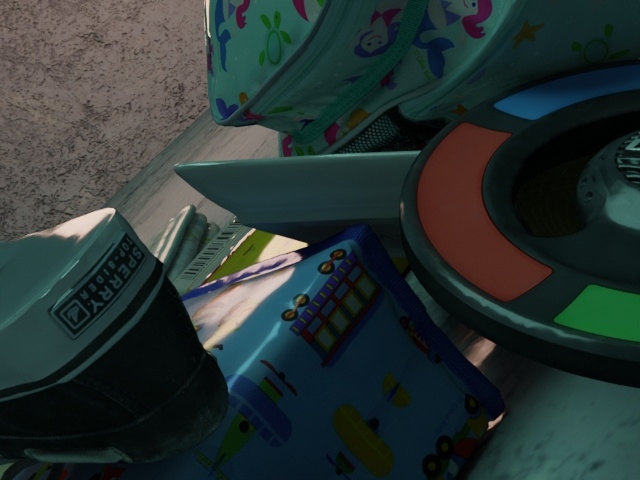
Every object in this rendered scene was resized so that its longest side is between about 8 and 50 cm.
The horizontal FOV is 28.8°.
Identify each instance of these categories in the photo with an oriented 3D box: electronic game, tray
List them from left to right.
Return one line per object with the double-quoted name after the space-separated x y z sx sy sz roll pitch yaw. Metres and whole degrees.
0.037 -0.014 0.698 0.145 0.030 0.270 -3 -6 17 "tray"
0.145 -0.017 0.481 0.229 0.048 0.229 -6 32 4 "electronic game"

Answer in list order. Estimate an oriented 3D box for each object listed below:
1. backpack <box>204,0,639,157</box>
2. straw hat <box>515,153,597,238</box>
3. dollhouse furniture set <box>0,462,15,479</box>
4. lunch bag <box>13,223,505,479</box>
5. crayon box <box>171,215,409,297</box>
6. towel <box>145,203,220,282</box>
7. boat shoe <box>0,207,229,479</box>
0.053 -0.156 0.642 0.253 0.191 0.225 -21 68 52 "backpack"
0.152 0.006 0.569 0.144 0.145 0.061 -60 -18 -50 "straw hat"
-0.345 0.260 0.987 0.242 0.212 0.161 -7 32 24 "dollhouse furniture set"
-0.088 0.119 0.676 0.293 0.138 0.221 -3 42 53 "lunch bag"
0.000 0.000 1.010 0.202 0.081 0.318 -48 13 -13 "crayon box"
-0.228 0.141 1.257 0.320 0.090 0.374 -43 13 19 "towel"
-0.141 0.058 0.586 0.306 0.105 0.113 -14 30 51 "boat shoe"
